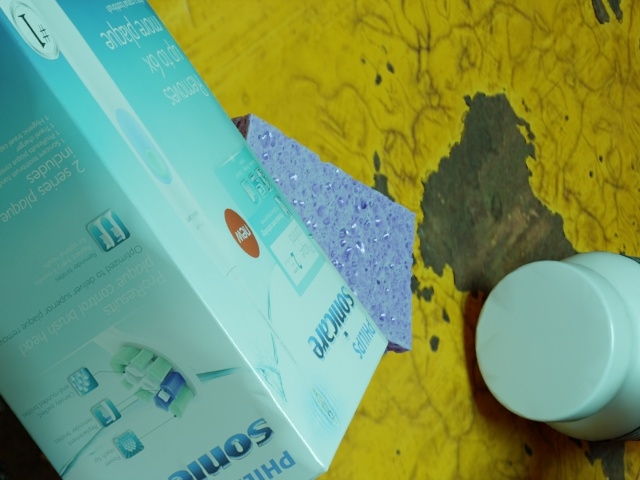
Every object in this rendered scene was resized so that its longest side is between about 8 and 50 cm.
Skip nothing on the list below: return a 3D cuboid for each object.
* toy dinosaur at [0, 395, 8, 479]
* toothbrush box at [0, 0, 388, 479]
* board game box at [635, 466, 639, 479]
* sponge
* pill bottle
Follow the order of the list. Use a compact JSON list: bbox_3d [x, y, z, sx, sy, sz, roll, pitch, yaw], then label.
[{"bbox_3d":[-0.232,0.048,0.842,0.160,0.121,0.313,57,44,-46],"label":"toy dinosaur"},{"bbox_3d":[-0.107,0.001,0.900,0.295,0.126,0.216,56,16,-5],"label":"toothbrush box"},{"bbox_3d":[0.373,0.372,1.233,0.356,0.356,0.356,-59,158,-43],"label":"board game box"},{"bbox_3d":[0.000,0.000,1.232,0.210,0.031,0.117,28,58,-45],"label":"sponge"},{"bbox_3d":[0.264,0.093,1.443,0.278,0.162,0.162,9,73,-51],"label":"pill bottle"}]
